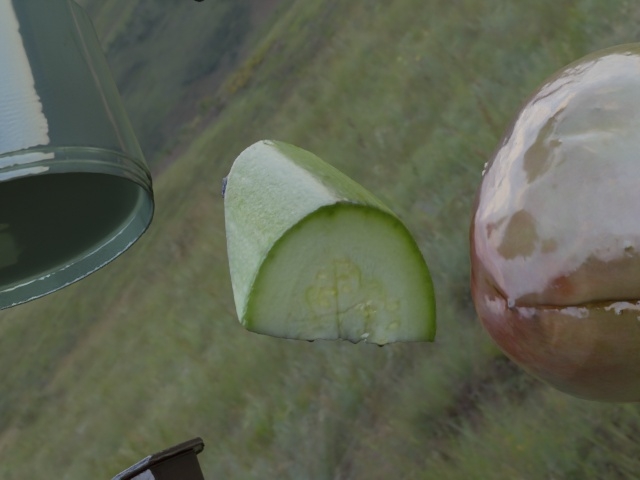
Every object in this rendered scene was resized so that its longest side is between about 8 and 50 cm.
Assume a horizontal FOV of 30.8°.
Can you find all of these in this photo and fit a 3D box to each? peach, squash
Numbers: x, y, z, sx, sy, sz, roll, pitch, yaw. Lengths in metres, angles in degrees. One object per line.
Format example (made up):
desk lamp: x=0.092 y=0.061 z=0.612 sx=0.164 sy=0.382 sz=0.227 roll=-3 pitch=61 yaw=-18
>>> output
peach: x=0.242 y=-0.009 z=0.913 sx=0.292 sy=0.292 sz=0.247 roll=-54 pitch=46 yaw=12
squash: x=0.000 y=0.000 z=1.269 sx=0.155 sy=0.237 sz=0.204 roll=14 pitch=97 yaw=58

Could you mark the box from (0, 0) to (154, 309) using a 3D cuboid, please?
box: x=-0.246 y=-0.056 z=0.824 sx=0.226 sy=0.226 sz=0.149 roll=-43 pitch=64 yaw=46

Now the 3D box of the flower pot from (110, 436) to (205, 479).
flower pot: x=-0.260 y=0.386 z=1.660 sx=0.251 sy=0.084 sz=0.179 roll=-42 pitch=-16 yaw=31
